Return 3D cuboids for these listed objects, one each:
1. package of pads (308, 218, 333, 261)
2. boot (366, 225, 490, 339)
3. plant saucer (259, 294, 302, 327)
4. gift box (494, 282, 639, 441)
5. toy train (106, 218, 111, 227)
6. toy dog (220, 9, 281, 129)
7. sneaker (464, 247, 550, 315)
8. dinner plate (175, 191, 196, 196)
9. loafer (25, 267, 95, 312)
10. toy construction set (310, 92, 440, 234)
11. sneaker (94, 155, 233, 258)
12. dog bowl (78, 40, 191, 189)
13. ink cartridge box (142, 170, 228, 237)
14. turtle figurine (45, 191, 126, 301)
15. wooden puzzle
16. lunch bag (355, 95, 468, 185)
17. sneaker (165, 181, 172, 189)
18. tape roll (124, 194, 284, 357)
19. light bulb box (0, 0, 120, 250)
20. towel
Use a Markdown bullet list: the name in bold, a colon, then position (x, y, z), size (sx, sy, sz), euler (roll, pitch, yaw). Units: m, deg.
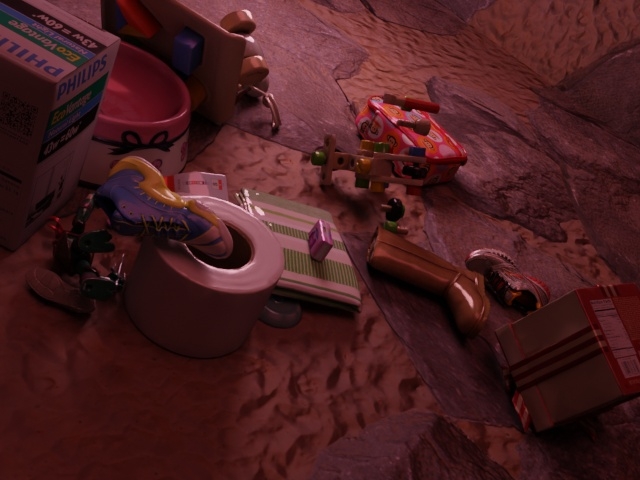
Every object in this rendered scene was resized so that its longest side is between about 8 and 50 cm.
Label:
- **package of pads**: position (0.000, 0.000, 1.667), size (0.032, 0.050, 0.083), euler (26, 28, -23)
- **boot**: position (0.229, 0.093, 1.773), size (0.269, 0.089, 0.236), euler (25, 24, -6)
- **plant saucer**: position (-0.086, 0.119, 1.562), size (0.119, 0.021, 0.119), euler (19, 36, -14)
- **gift box**: position (0.527, 0.258, 1.630), size (0.255, 0.258, 0.276), euler (3, 62, -36)
- **toy train**: position (-0.342, -0.068, 1.537), size (0.166, 0.046, 0.125), euler (22, 64, 9)
- **toy dog**: position (-0.212, -0.418, 1.991), size (0.161, 0.334, 0.220), euler (-15, 60, -2)
- **sneaker**: position (0.443, 0.099, 1.909), size (0.225, 0.088, 0.093), euler (31, 36, 3)
- **dinner plate**: position (-0.268, -0.033, 1.569), size (0.141, 0.017, 0.141), euler (5, 66, -12)
- **loafer**: position (-0.433, 0.089, 1.345), size (0.125, 0.039, 0.045), euler (27, 67, 2)
- **toy construction set**: position (0.118, -0.213, 1.911), size (0.237, 0.309, 0.257), euler (9, 31, -19)
- **sneaker**: position (-0.260, -0.027, 1.290), size (0.240, 0.091, 0.126), euler (37, 54, 10)
- **dog bowl**: position (-0.456, -0.288, 1.704), size (0.408, 0.150, 0.408), euler (19, 36, -14)
- **ink cartridge box**: position (-0.268, -0.071, 1.606), size (0.179, 0.045, 0.145), euler (6, 65, -34)
- **turtle figurine**: position (-0.397, 0.019, 1.377), size (0.118, 0.175, 0.234), euler (-21, 18, -16)
- **wooden puzzle**: position (-0.353, -0.424, 1.838), size (0.347, 0.322, 0.080), euler (29, 61, 2)
- **lunch bag**: position (0.264, -0.282, 2.250), size (0.258, 0.120, 0.293), euler (-9, 51, -47)
- **sneaker**: position (-0.306, -0.105, 1.674), size (0.152, 0.054, 0.061), euler (-11, 27, -38)
- **tape roll**: position (-0.205, 0.061, 1.419), size (0.246, 0.169, 0.246), euler (18, 36, -14)
- **light bulb box**: position (-0.582, -0.241, 1.365), size (0.358, 0.361, 0.225), euler (28, 35, -2)
- **towel**: position (-0.048, 0.016, 1.690), size (0.247, 0.038, 0.325), euler (15, 32, -27)
